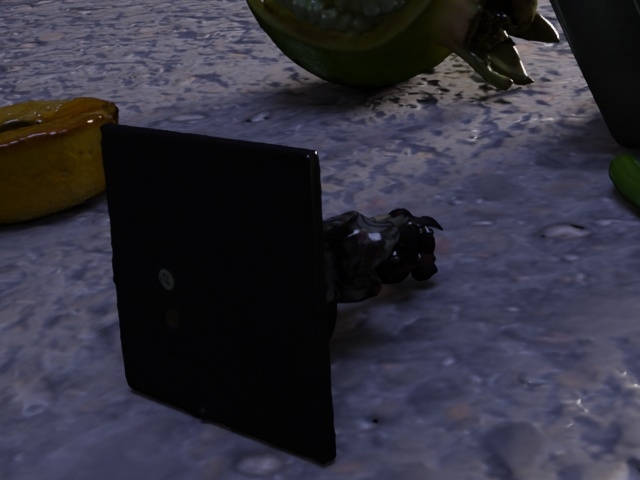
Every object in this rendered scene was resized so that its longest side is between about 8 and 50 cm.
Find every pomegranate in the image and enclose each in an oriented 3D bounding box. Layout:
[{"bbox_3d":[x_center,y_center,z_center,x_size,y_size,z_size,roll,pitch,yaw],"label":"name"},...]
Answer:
[{"bbox_3d":[0.076,-0.259,1.088,0.341,0.260,0.260,42,47,22],"label":"pomegranate"}]

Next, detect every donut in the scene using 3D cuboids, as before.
[{"bbox_3d":[-0.252,-0.070,0.947,0.174,0.074,0.190,-22,22,-27],"label":"donut"}]

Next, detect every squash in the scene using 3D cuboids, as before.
[{"bbox_3d":[0.217,-0.036,0.753,0.027,0.027,0.089,-9,24,-1],"label":"squash"}]

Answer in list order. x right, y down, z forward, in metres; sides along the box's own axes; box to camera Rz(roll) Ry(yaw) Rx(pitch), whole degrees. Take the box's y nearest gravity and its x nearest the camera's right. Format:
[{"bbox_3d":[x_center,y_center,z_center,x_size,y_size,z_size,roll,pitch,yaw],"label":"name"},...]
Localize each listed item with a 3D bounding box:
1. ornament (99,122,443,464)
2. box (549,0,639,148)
[{"bbox_3d":[0.000,0.000,0.621,0.166,0.153,0.196,13,21,40],"label":"ornament"},{"bbox_3d":[0.305,-0.204,0.877,0.166,0.220,0.290,-20,12,37],"label":"box"}]
